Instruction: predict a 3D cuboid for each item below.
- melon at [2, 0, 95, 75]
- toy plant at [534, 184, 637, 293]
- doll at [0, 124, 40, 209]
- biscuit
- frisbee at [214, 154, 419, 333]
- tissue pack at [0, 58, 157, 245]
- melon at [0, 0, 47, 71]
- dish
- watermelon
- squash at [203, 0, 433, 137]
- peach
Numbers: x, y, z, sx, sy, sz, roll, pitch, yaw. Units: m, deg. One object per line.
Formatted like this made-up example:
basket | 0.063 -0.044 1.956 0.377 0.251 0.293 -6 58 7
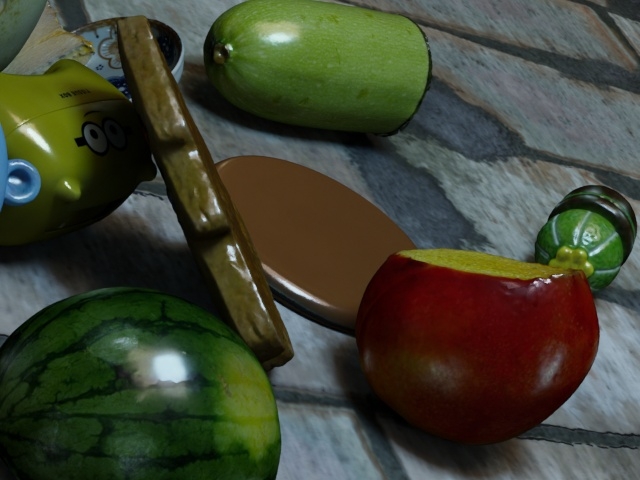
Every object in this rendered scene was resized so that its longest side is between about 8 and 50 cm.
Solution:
melon | -0.264 -0.170 1.614 0.054 0.098 0.182 45 0 -35
toy plant | 0.273 0.002 1.872 0.093 0.093 0.162 35 27 6
doll | -0.349 -0.058 1.273 0.314 0.141 0.177 8 78 -22
biscuit | -0.097 -0.036 1.429 0.278 0.043 0.301 -112 179 -77
frisbee | 0.000 0.000 1.673 0.251 0.021 0.251 25 27 -14
tissue pack | -0.218 -0.065 1.438 0.127 0.123 0.178 48 27 12
melon | -0.342 -0.242 1.451 0.268 0.268 0.330 27 20 -9
dish | -0.186 -0.133 1.654 0.141 0.078 0.141 -6 40 5
watermelon | -0.126 0.105 1.256 0.232 0.127 0.204 14 31 -25
squash | -0.016 -0.182 1.830 0.247 0.132 0.132 6 37 -40
peach | 0.131 0.070 1.508 0.190 0.192 0.190 36 19 -15
